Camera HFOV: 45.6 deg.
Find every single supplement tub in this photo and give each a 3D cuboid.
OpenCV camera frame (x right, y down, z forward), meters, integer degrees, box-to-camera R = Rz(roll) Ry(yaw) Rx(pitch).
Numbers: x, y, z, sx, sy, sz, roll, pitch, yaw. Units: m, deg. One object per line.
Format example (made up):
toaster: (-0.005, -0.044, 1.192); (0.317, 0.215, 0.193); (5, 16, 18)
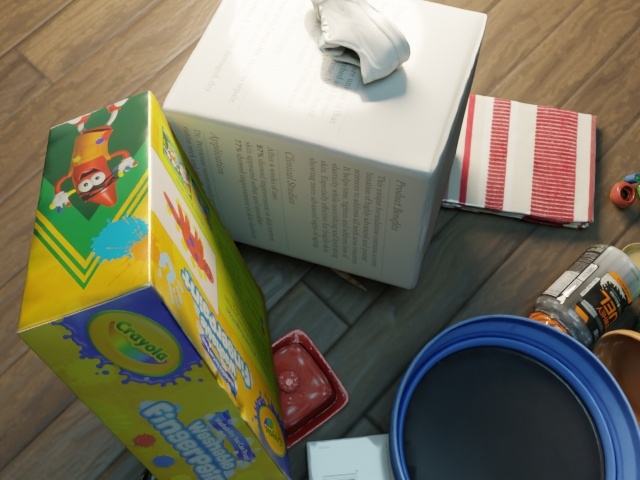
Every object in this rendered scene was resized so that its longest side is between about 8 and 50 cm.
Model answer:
supplement tub: (0.446, 0.105, 1.292); (0.190, 0.117, 0.117); (-42, 77, -13)

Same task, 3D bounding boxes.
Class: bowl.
bowl: (0.288, 0.306, 1.138); (0.390, 0.077, 0.392); (5, 63, -9)

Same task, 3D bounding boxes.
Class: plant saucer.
plant saucer: (0.515, 0.234, 1.211); (0.037, 0.200, 0.200); (-17, 72, -21)
plant saucer: (0.574, 0.046, 1.369); (0.083, 0.015, 0.084); (1, 72, -2)

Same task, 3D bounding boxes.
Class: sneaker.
sneaker: (0.025, -0.301, 1.061); (0.094, 0.080, 0.212); (-39, 65, -8)

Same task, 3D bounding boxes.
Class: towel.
towel: (0.346, -0.155, 1.420); (0.328, 0.037, 0.237); (9, 71, 1)

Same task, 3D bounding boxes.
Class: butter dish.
butter dish: (-0.051, 0.235, 1.231); (0.160, 0.118, 0.160); (-34, 76, -12)

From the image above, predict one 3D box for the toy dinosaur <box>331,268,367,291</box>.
toy dinosaur: (0.000, 0.000, 1.341); (0.112, 0.064, 0.212); (-15, 73, -8)

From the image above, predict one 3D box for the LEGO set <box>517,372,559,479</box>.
LEGO set: (0.356, 0.333, 1.233); (0.093, 0.087, 0.227); (0, 65, -5)

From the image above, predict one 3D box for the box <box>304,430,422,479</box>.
box: (0.072, 0.399, 1.179); (0.181, 0.119, 0.181); (-5, 71, -4)

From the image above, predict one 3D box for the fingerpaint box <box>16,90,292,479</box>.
fingerpaint box: (-0.205, 0.094, 1.034); (0.163, 0.445, 0.371); (-19, 44, 5)

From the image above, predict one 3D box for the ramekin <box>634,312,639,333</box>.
ramekin: (0.679, 0.172, 1.260); (0.303, 0.148, 0.304); (1, 71, -2)

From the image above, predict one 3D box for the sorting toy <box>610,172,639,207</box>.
sorting toy: (0.576, -0.091, 1.408); (0.101, 0.042, 0.061); (-4, 87, -16)

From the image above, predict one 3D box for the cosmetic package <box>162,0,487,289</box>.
cosmetic package: (0.017, -0.176, 1.216); (0.393, 0.329, 0.328); (16, 60, 10)

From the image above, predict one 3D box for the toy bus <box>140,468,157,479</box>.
toy bus: (-0.180, 0.430, 1.158); (0.211, 0.149, 0.221); (14, 68, -11)
